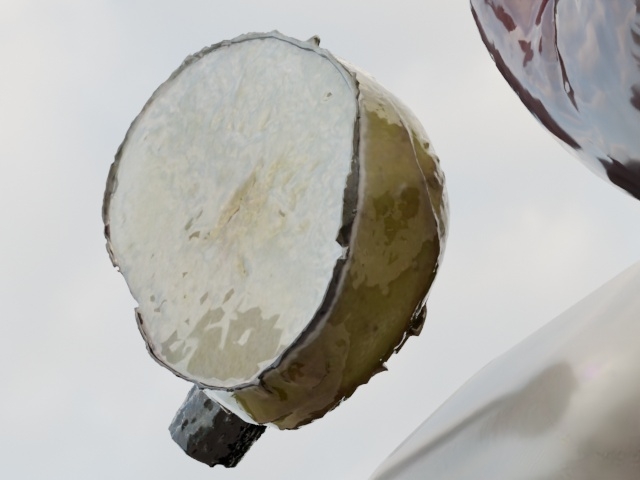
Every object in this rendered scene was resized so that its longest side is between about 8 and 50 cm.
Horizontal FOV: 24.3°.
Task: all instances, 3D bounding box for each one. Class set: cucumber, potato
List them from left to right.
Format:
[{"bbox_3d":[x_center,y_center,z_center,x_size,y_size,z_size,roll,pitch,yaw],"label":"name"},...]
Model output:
[{"bbox_3d":[-0.051,0.105,1.244,0.211,0.078,0.062,-54,-3,15],"label":"cucumber"},{"bbox_3d":[0.000,0.000,1.029,0.196,0.300,0.246,24,-70,-36],"label":"potato"}]

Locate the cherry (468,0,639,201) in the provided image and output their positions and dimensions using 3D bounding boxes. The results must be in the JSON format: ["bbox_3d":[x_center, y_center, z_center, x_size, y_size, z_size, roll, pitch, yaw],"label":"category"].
[{"bbox_3d":[0.180,-0.104,0.481,0.307,0.261,0.221,17,-91,-13],"label":"cherry"}]

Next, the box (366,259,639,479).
[{"bbox_3d":[0.181,0.142,1.084,0.288,0.141,0.349,-38,-3,-42],"label":"box"}]
